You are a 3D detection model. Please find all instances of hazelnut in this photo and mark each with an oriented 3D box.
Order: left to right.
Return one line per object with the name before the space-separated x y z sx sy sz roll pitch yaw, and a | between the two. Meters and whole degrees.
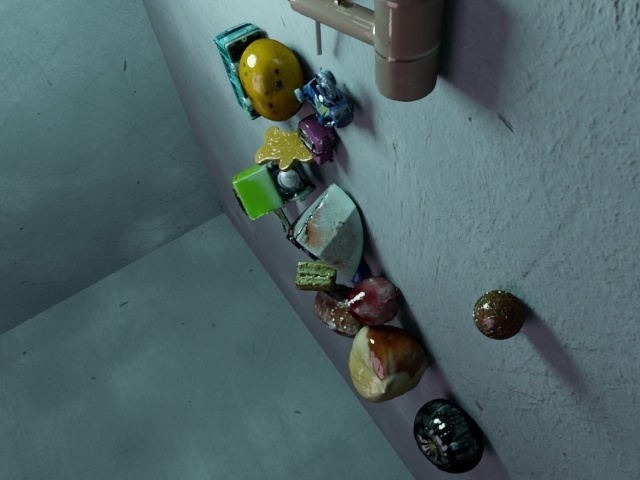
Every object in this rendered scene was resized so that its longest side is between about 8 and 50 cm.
hazelnut | 0.206 0.392 1.668 0.241 0.261 0.261 -99 -11 -60

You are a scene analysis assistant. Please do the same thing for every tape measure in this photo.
tape measure | -0.009 -0.280 1.441 0.125 0.074 0.118 51 163 21

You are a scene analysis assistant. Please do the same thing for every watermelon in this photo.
watermelon | 0.006 0.003 1.626 0.319 0.213 0.290 -23 91 47

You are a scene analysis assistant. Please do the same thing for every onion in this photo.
onion | 0.143 0.191 1.632 0.159 0.194 0.160 170 90 -67

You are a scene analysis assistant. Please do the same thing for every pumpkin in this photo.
pumpkin | 0.402 0.616 1.663 0.233 0.163 0.233 45 149 37

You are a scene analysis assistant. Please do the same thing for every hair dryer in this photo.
hair dryer | 0.046 -0.379 0.873 0.344 0.107 0.189 33 154 27

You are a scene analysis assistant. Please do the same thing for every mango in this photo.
mango | -0.128 -0.415 1.428 0.191 0.160 0.290 50 169 -1

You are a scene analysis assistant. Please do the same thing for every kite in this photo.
kite | -0.202 -0.135 2.495 0.323 0.013 0.268 47 160 46

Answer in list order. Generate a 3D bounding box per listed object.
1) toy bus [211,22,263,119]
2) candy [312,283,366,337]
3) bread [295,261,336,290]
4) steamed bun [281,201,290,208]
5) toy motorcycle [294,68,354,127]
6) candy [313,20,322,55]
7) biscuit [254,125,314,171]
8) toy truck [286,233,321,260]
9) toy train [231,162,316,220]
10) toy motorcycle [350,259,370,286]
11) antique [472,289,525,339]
toy bus | -0.215 -0.510 1.576 0.147 0.128 0.256 49 164 40
candy | 0.090 0.249 1.880 0.214 0.157 0.289 17 -174 -25
bread | -0.012 0.120 1.776 0.196 0.138 0.102 60 -152 -86
steamed bun | -0.193 -0.204 2.150 0.183 0.106 0.183 55 165 22
toy motorcycle | 0.014 -0.326 1.257 0.136 0.092 0.254 53 176 -13
candy | -0.009 -0.479 1.017 0.124 0.124 0.365 55 171 18
biscuit | -0.088 -0.273 1.577 0.240 0.158 0.035 15 164 35
toy truck | 0.000 0.000 1.872 0.165 0.147 0.224 42 178 -39
toy train | -0.161 -0.188 1.748 0.174 0.248 0.307 64 179 -15
toy motorcycle | 0.123 0.104 1.778 0.114 0.076 0.205 17 135 56
antique | 0.350 0.146 1.041 0.104 0.104 0.104 53 164 22
